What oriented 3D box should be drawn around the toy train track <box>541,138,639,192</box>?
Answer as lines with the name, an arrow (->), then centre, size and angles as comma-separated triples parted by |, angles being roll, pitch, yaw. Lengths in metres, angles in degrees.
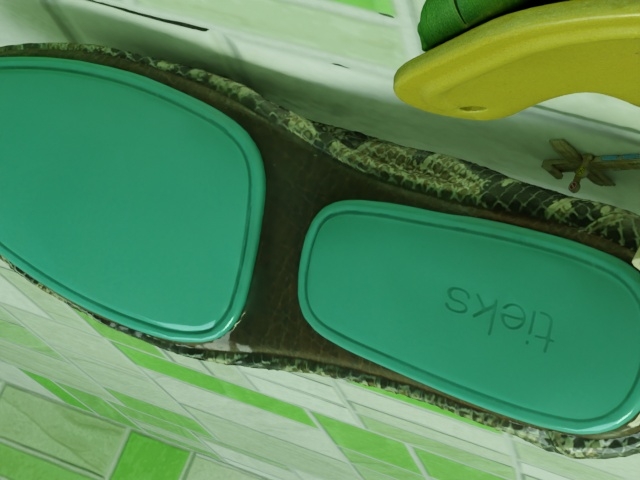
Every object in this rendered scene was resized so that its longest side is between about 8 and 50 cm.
toy train track -> 0.147, -0.035, 0.691 | 0.048, 0.014, 0.083 | 34, 160, -33

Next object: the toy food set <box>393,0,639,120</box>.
toy food set -> 0.110, -0.094, 0.485 | 0.128, 0.071, 0.218 | 3, 174, -24

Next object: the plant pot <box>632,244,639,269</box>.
plant pot -> 0.212, -0.009, 0.545 | 0.109, 0.096, 0.109 | 34, 159, -33

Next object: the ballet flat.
ballet flat -> 0.000, 0.000, 0.778 | 0.483, 0.164, 0.182 | 17, -170, 24
